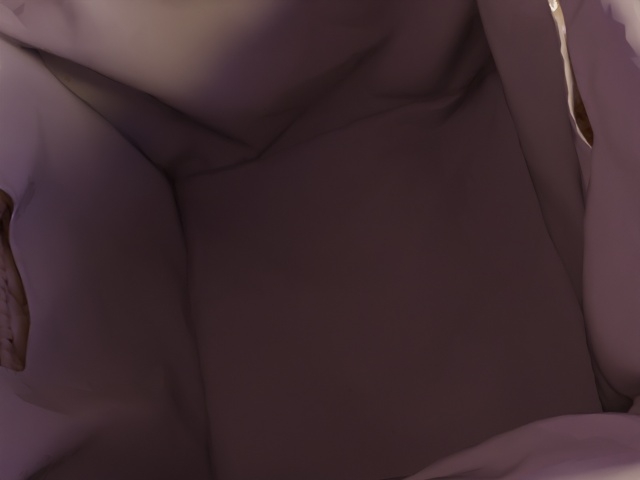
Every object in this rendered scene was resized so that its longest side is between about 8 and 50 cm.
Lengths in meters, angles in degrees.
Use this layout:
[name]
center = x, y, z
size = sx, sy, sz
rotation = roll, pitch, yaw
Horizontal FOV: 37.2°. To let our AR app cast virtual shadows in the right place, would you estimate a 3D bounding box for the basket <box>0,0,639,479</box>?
[basket]
center = 0.000, 0.000, 0.475
size = 0.266, 0.331, 0.328
rotation = 45, 29, -64
